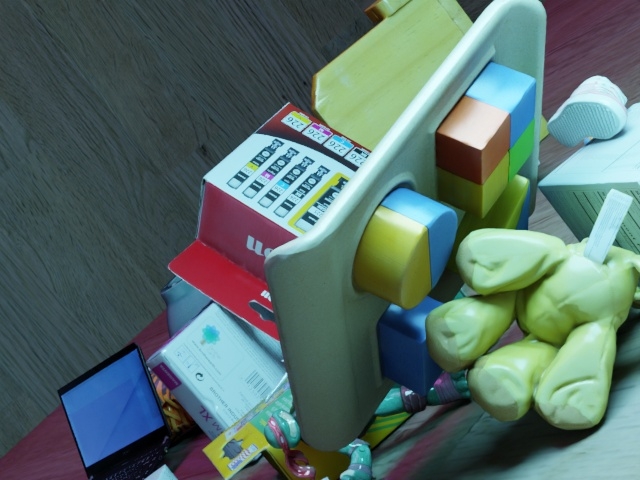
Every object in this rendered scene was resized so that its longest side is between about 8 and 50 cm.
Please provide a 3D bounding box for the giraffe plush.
[{"bbox_3d":[0.209,0.056,1.133,0.210,0.181,0.170,-49,-15,7],"label":"giraffe plush"}]

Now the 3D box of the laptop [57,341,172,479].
[{"bbox_3d":[-0.349,0.323,1.980,0.234,0.136,0.264,-32,21,40],"label":"laptop"}]

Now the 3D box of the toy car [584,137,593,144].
[{"bbox_3d":[0.382,-0.130,1.755,0.060,0.040,0.122,-37,8,7],"label":"toy car"}]

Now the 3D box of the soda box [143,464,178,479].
[{"bbox_3d":[-0.265,0.382,1.668,0.216,0.069,0.074,-37,8,11],"label":"soda box"}]

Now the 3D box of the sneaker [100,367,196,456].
[{"bbox_3d":[-0.221,0.250,2.021,0.321,0.124,0.180,-43,12,7],"label":"sneaker"}]

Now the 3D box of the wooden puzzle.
[{"bbox_3d":[0.104,0.002,1.153,0.348,0.080,0.322,-47,-28,-25],"label":"wooden puzzle"}]

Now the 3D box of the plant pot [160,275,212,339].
[{"bbox_3d":[-0.149,0.108,2.239,0.293,0.196,0.293,-38,7,6],"label":"plant pot"}]

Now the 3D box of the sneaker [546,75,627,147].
[{"bbox_3d":[0.269,-0.132,1.255,0.070,0.051,0.134,-45,5,-11],"label":"sneaker"}]

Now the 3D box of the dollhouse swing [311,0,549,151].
[{"bbox_3d":[0.159,-0.234,2.235,0.305,0.347,0.315,-39,8,0],"label":"dollhouse swing"}]

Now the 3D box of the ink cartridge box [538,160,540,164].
[{"bbox_3d":[0.214,-0.089,1.948,0.208,0.087,0.153,-32,-4,3],"label":"ink cartridge box"}]

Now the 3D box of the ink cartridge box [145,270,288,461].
[{"bbox_3d":[-0.069,0.135,1.757,0.311,0.186,0.065,-44,7,-38],"label":"ink cartridge box"}]

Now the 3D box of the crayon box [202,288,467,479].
[{"bbox_3d":[0.027,0.176,1.474,0.323,0.083,0.203,-39,8,-9],"label":"crayon box"}]

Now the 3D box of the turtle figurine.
[{"bbox_3d":[0.024,0.160,1.308,0.234,0.175,0.118,-28,4,-9],"label":"turtle figurine"}]

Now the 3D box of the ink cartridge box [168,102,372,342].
[{"bbox_3d":[0.000,0.000,1.719,0.272,0.309,0.130,-46,-20,-39],"label":"ink cartridge box"}]

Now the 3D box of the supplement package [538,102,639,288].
[{"bbox_3d":[0.322,-0.041,1.179,0.139,0.134,0.244,-39,8,-6],"label":"supplement package"}]
